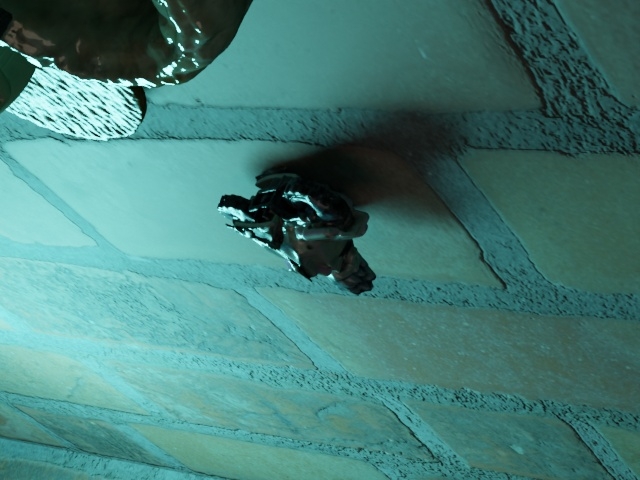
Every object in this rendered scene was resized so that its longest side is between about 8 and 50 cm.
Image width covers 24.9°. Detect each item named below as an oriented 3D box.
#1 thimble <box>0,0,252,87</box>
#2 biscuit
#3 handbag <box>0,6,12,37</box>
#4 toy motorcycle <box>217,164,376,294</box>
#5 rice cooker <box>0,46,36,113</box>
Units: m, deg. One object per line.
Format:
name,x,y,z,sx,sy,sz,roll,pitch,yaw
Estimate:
thimble,-0.172,-0.256,1.143,0.291,0.195,0.291,19,156,9
biscuit,-0.311,-0.193,1.606,0.262,0.037,0.262,16,157,7
handbag,-0.335,-0.177,1.134,0.175,0.089,0.270,35,161,-15
toy motorcycle,0.003,-0.005,1.695,0.204,0.108,0.239,36,176,-22
rice cooker,-0.384,-0.226,1.362,0.226,0.226,0.244,12,152,19
